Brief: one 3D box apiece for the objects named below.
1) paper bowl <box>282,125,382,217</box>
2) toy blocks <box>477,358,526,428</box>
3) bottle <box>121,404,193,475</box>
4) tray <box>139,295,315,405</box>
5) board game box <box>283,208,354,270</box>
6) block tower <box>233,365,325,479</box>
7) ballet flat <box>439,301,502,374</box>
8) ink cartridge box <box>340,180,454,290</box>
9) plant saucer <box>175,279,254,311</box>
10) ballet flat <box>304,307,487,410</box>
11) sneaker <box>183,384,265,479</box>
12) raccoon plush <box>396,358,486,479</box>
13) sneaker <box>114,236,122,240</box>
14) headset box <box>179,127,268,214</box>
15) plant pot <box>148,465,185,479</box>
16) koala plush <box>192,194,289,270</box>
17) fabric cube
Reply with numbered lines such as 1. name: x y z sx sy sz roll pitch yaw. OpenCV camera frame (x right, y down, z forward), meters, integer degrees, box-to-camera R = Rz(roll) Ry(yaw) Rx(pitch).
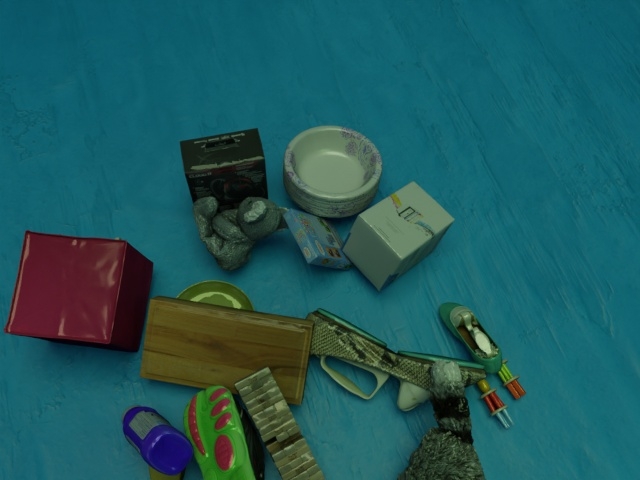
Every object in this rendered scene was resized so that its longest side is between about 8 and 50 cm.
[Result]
1. paper bowl: 0.031 -0.186 1.890 0.284 0.148 0.284 3 54 -5
2. toy blocks: 0.474 0.397 1.675 0.123 0.054 0.148 -25 67 -13
3. bottle: -0.392 0.450 1.508 0.118 0.283 0.092 45 70 -25
4. tray: -0.233 0.273 1.632 0.411 0.076 0.203 9 94 3
5. board game box: 0.000 0.000 1.786 0.039 0.211 0.160 -38 65 20
6. block tower: -0.092 0.463 1.536 0.091 0.097 0.335 -26 91 -14
7. ballet flat: 0.398 0.235 1.705 0.083 0.087 0.247 -22 51 -13
8. ink cartridge box: 0.211 -0.016 1.782 0.233 0.171 0.168 -32 70 -33
9. plant saucer: -0.293 0.224 1.746 0.241 0.037 0.241 0 64 -1
10. ballet flat: 0.168 0.327 1.664 0.483 0.164 0.182 18 85 13
11. sneaker: -0.183 0.565 1.474 0.185 0.202 0.483 -23 54 16
12. raccoon plush: 0.203 0.521 1.507 0.299 0.216 0.446 -9 71 -3
13. sneaker: -0.608 0.051 1.816 0.061 0.053 0.152 20 65 11
14. headset box: -0.263 -0.188 1.814 0.218 0.293 0.110 -11 64 -7
15. plant pot: -0.365 0.555 1.555 0.081 0.081 0.083 -3 75 -4
16. koala plush: -0.197 -0.041 1.766 0.221 0.196 0.203 -24 69 21
17. fabric cube: -0.592 0.135 1.632 0.259 0.258 0.254 6 78 1
